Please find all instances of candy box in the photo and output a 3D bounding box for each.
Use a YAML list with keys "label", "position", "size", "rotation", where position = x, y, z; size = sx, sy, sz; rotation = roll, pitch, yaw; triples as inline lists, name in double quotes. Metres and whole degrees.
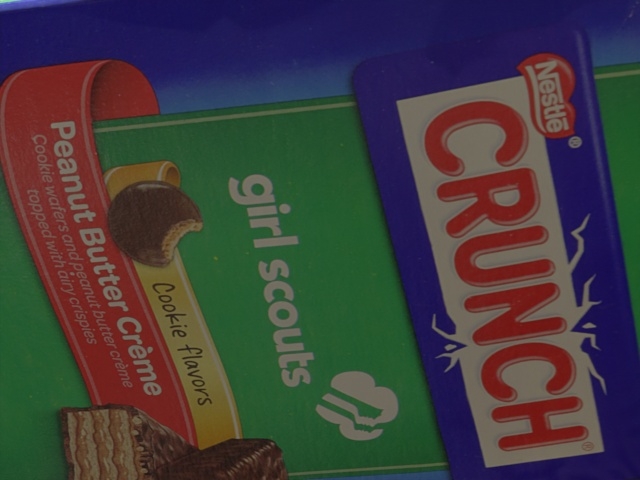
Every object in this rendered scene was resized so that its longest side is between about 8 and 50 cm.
- label: "candy box"
  position: [0.000, 0.000, 0.569]
  size: [0.317, 0.122, 0.268]
  rotation: [-6, -62, 8]
